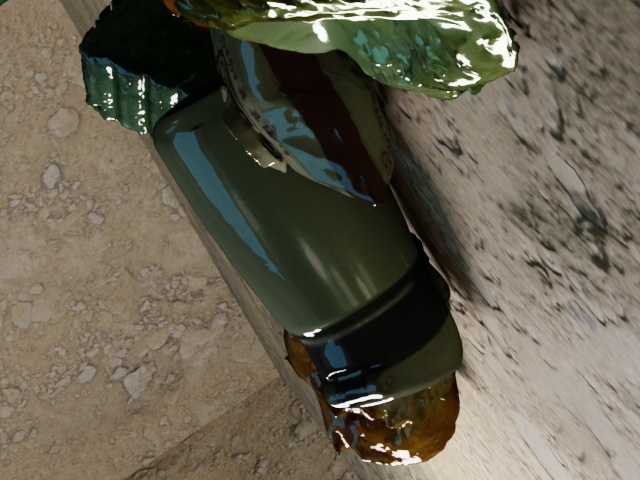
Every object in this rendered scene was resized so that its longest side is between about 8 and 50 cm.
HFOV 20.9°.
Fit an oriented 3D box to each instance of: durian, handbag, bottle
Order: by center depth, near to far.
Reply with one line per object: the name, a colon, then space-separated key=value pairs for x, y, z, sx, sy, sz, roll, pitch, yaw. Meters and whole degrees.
durian: x=0.027 y=-0.174 z=1.042 sx=0.198 sy=0.163 sz=0.394 roll=18 pitch=177 yaw=-1
handbag: x=-0.019 y=-0.119 z=1.345 sx=0.213 sy=0.127 sz=0.235 roll=55 pitch=175 yaw=-4
bottle: x=0.001 y=0.000 z=1.570 sx=0.347 sy=0.168 sz=0.168 roll=58 pitch=173 yaw=-12

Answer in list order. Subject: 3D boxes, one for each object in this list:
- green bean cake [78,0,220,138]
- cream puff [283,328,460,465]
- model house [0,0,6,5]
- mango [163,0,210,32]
green bean cake: x=-0.116 y=-0.181 z=1.730 sx=0.208 sy=0.193 sz=0.107 roll=22 pitch=138 yaw=13
cream puff: x=0.050 y=0.118 z=1.865 sx=0.269 sy=0.154 sz=0.241 roll=62 pitch=169 yaw=16
model house: x=-0.211 y=-0.305 z=1.102 sx=0.245 sy=0.312 sz=0.280 roll=47 pitch=177 yaw=-13
mango: x=-0.110 y=-0.242 z=1.594 sx=0.105 sy=0.084 sz=0.159 roll=60 pitch=174 yaw=18
